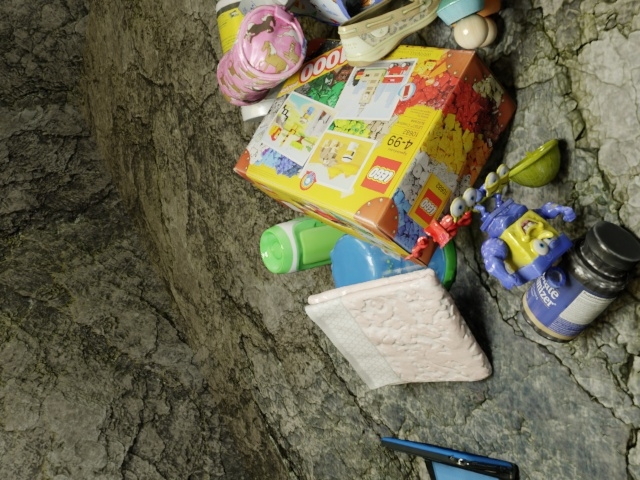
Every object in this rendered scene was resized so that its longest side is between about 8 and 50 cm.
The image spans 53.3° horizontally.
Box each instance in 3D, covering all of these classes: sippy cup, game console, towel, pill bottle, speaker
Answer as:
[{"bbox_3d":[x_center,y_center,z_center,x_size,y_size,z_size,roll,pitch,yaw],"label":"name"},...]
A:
[{"bbox_3d":[0.153,0.048,1.477,0.306,0.224,0.240,57,140,27],"label":"sippy cup"},{"bbox_3d":[0.305,0.575,1.483,0.293,0.250,0.174,-12,64,55],"label":"game console"},{"bbox_3d":[0.173,0.213,1.409,0.316,0.053,0.332,-15,128,30],"label":"towel"},{"bbox_3d":[0.463,0.074,1.136,0.123,0.122,0.219,54,139,30],"label":"pill bottle"},{"bbox_3d":[-0.176,-0.512,1.800,0.188,0.187,0.334,-3,98,55],"label":"pill bottle"},{"bbox_3d":[0.000,0.000,1.612,0.131,0.296,0.131,21,117,50],"label":"speaker"}]

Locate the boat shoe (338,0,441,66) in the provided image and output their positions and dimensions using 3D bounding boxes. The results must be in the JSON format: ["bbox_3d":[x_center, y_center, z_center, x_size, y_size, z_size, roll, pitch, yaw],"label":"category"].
[{"bbox_3d":[0.153,-0.460,1.280,0.104,0.285,0.089,21,148,47],"label":"boat shoe"}]

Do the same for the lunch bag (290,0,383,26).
[{"bbox_3d":[-0.014,-0.692,1.466,0.327,0.239,0.386,31,150,44],"label":"lunch bag"}]

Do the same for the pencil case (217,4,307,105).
[{"bbox_3d":[-0.150,-0.425,1.511,0.386,0.167,0.160,-175,67,-73],"label":"pencil case"}]

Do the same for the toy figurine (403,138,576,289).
[{"bbox_3d":[0.351,-0.006,1.124,0.217,0.362,0.191,49,146,13],"label":"toy figurine"}]

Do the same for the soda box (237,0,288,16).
[{"bbox_3d":[-0.107,-0.567,1.453,0.098,0.091,0.286,44,170,-13],"label":"soda box"}]

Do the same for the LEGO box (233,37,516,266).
[{"bbox_3d":[0.093,-0.211,1.358,0.500,0.193,0.373,25,83,49],"label":"LEGO box"}]

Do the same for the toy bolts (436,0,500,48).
[{"bbox_3d":[0.301,-0.438,1.144,0.218,0.228,0.159,-15,102,41],"label":"toy bolts"}]
